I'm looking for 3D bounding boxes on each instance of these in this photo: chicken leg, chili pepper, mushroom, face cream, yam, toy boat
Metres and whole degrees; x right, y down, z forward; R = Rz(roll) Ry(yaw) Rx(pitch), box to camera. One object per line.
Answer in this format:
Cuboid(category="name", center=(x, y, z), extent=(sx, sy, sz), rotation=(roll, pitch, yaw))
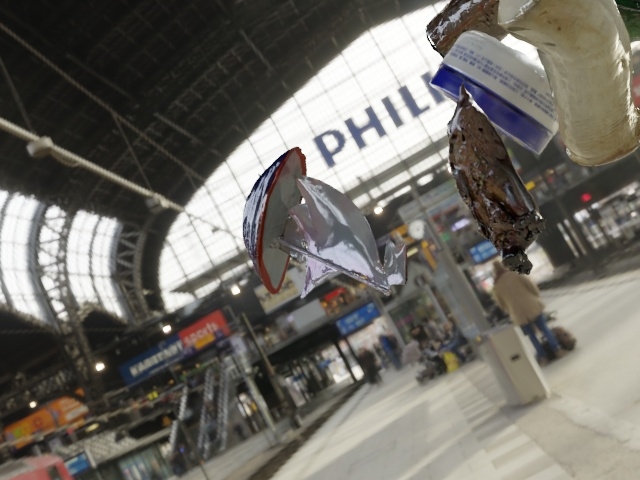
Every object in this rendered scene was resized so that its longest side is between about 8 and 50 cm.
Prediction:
Cuboid(category="chicken leg", center=(0.205, -0.068, 0.935), extent=(0.063, 0.234, 0.105), rotation=(-21, -8, -27))
Cuboid(category="chili pepper", center=(0.457, -0.354, 1.209), extent=(0.216, 0.108, 0.062), rotation=(12, -25, 2))
Cuboid(category="mushroom", center=(0.295, -0.195, 0.881), extent=(0.123, 0.095, 0.351), rotation=(-47, -41, 6))
Cuboid(category="face cream", center=(0.279, -0.230, 1.194), extent=(0.111, 0.206, 0.206), rotation=(-56, -17, 14))
Cuboid(category="yam", center=(0.318, -0.427, 1.402), extent=(0.131, 0.131, 0.279), rotation=(-20, -11, -42))
Cuboid(category="toy boat", center=(-0.009, -0.027, 1.102), extent=(0.072, 0.219, 0.318), rotation=(-7, 0, -40))
